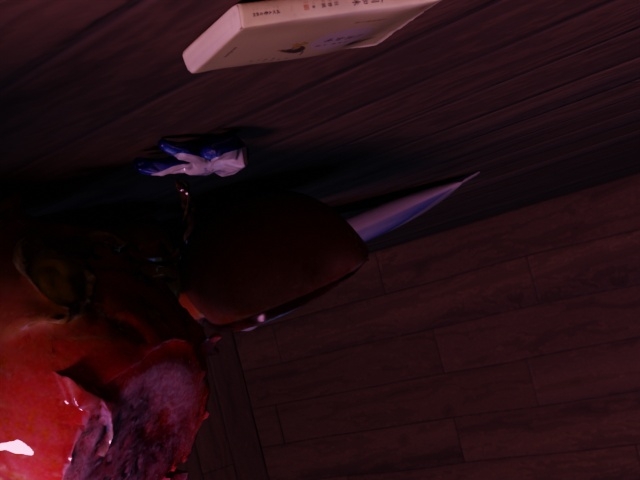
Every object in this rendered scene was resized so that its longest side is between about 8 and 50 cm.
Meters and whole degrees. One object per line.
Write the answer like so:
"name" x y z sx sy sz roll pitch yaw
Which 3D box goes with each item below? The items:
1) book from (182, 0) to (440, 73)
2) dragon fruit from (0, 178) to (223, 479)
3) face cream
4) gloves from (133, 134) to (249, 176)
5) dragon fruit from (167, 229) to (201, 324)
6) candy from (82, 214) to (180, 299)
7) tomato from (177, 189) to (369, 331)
"book" -0.003 -0.103 0.617 0.111 0.014 0.077 -12 176 -26
"dragon fruit" -0.235 0.088 0.932 0.291 0.269 0.250 24 -144 29
"face cream" 0.000 0.000 1.756 0.420 0.137 0.235 -25 180 -27
"gloves" -0.090 -0.059 0.895 0.086 0.026 0.064 -6 173 -28
"dragon fruit" -0.169 0.021 1.472 0.127 0.120 0.161 -41 -153 14
"candy" -0.260 0.045 1.214 0.260 0.118 0.260 -11 -179 0
"tomato" -0.059 0.003 1.294 0.199 0.112 0.228 -28 -165 -28
